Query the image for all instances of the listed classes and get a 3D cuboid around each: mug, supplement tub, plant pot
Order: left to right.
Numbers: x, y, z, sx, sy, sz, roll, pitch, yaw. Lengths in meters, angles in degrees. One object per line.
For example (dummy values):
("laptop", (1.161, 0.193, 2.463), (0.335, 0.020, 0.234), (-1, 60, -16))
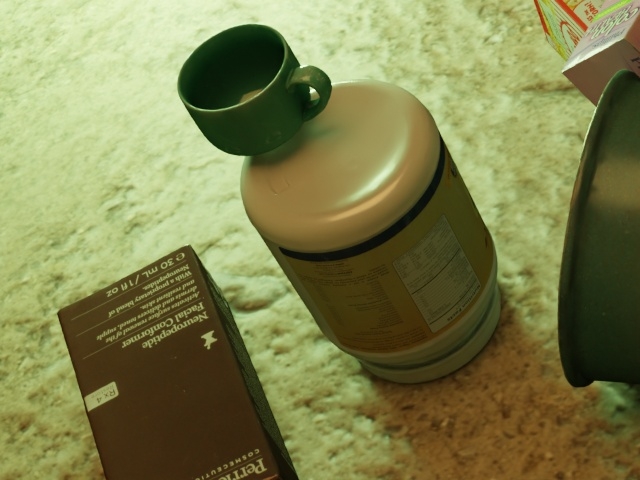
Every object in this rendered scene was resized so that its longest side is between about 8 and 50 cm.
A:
("mug", (-0.068, -0.148, 1.867), (0.129, 0.097, 0.158), (-40, 46, -9))
("supplement tub", (0.067, -0.003, 1.967), (0.228, 0.316, 0.228), (-14, 48, 16))
("plant pot", (0.449, 0.013, 1.791), (0.334, 0.341, 0.341), (10, 58, 22))

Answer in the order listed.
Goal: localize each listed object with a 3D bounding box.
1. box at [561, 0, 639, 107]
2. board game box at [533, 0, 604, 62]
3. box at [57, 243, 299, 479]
("box", (0.431, -0.218, 2.011), (0.117, 0.213, 0.243), (-27, 24, 55))
("board game box", (0.330, -0.254, 2.166), (0.045, 0.147, 0.193), (-32, 46, -2))
("box", (-0.162, 0.205, 2.031), (0.191, 0.143, 0.381), (-28, 49, 2))
